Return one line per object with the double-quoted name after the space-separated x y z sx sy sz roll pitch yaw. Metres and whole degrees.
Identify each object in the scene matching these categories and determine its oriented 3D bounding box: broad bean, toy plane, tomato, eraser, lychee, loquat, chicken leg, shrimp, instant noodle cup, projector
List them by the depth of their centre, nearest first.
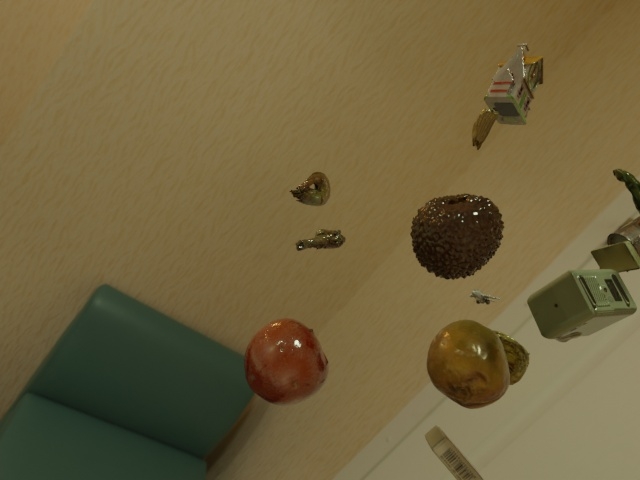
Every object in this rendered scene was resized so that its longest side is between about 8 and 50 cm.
0.407 -0.007 1.254 0.267 0.267 0.267 38 11 -9 "lychee"
0.774 0.198 1.268 0.177 0.242 0.163 1 56 -17 "projector"
-0.114 0.379 1.296 0.265 0.265 0.265 38 11 -9 "tomato"
0.982 -0.150 1.303 0.195 0.046 0.061 67 15 19 "broad bean"
0.504 0.411 1.418 0.276 0.276 0.284 41 54 6 "loquat"
-0.001 -0.001 1.607 0.196 0.080 0.125 -7 6 -6 "chicken leg"
0.539 0.878 1.652 0.279 0.081 0.124 49 -1 1 "eraser"
-0.036 -0.209 1.720 0.061 0.145 0.267 17 18 37 "shrimp"
1.441 -0.006 1.869 0.217 0.207 0.217 62 1 -3 "instant noodle cup"
0.804 0.284 2.089 0.171 0.065 0.162 17 -13 -38 "toy plane"

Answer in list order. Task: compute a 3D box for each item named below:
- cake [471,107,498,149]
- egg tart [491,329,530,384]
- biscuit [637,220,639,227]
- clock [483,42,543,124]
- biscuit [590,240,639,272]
0.714 -0.492 1.864 0.080 0.116 0.185 22 -14 -1 "cake"
0.725 0.476 1.724 0.098 0.252 0.231 -2 85 -67 "egg tart"
0.976 -0.057 1.192 0.140 0.118 0.023 4 73 -41 "biscuit"
0.907 -0.728 1.919 0.166 0.309 0.235 19 -6 45 "clock"
1.208 0.073 1.706 0.199 0.041 0.121 103 -36 -79 "biscuit"
